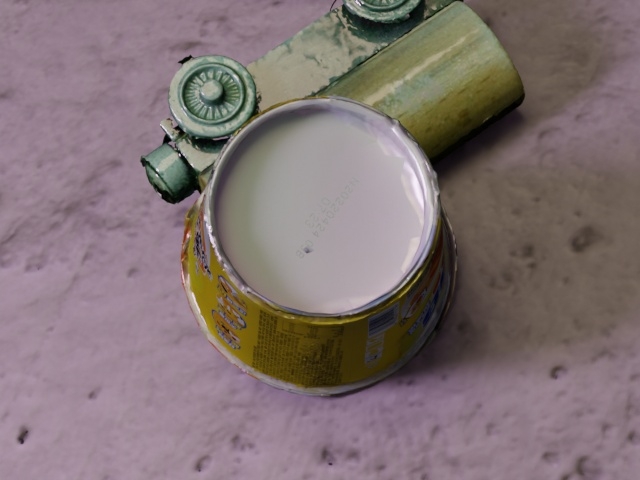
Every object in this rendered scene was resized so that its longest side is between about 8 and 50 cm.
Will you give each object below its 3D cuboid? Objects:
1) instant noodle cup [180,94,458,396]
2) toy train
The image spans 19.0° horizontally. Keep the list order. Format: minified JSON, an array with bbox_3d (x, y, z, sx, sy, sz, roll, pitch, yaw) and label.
[{"bbox_3d":[0.000,0.000,1.334,0.205,0.153,0.205,0,77,-1],"label":"instant noodle cup"},{"bbox_3d":[0.014,-0.099,1.504,0.307,0.126,0.189,-35,81,-11],"label":"toy train"}]
